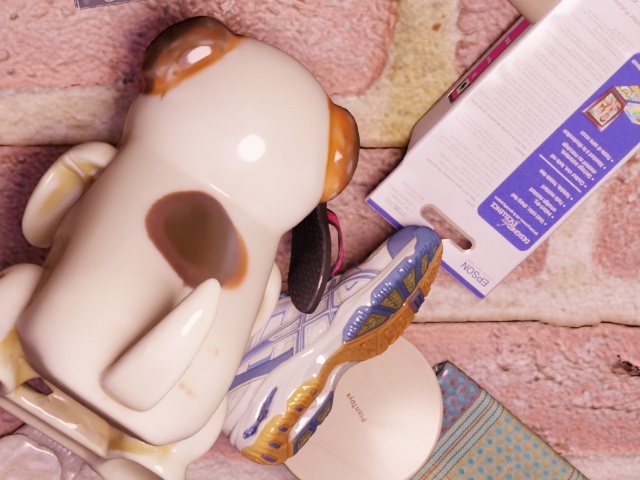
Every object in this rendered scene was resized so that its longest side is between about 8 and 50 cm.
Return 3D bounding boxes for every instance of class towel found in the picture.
[{"bbox_3d":[0.178,0.336,1.981,0.370,0.040,0.271,42,97,-17],"label":"towel"}]

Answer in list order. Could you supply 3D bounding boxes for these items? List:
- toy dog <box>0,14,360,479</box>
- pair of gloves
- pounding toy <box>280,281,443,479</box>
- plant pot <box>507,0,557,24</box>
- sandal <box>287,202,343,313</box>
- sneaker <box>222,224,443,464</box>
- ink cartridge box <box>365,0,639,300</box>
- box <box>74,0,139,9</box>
[{"bbox_3d":[-0.146,-0.011,1.649,0.284,0.395,0.408,30,68,-4],"label":"toy dog"},{"bbox_3d":[-0.251,0.283,1.889,0.204,0.042,0.240,-42,109,6],"label":"pair of gloves"},{"bbox_3d":[0.036,0.156,1.877,0.183,0.110,0.237,-5,80,4],"label":"pounding toy"},{"bbox_3d":[0.167,-0.384,1.649,0.274,0.256,0.256,36,100,-2],"label":"plant pot"},{"bbox_3d":[0.000,0.000,1.762,0.040,0.179,0.067,26,130,-24],"label":"sandal"},{"bbox_3d":[-0.006,0.079,1.782,0.296,0.131,0.112,-46,151,-10],"label":"sneaker"},{"bbox_3d":[0.230,-0.125,1.808,0.176,0.069,0.371,40,103,-19],"label":"ink cartridge box"},{"bbox_3d":[-0.170,-0.313,1.592,0.142,0.247,0.163,-10,109,-7],"label":"box"}]
